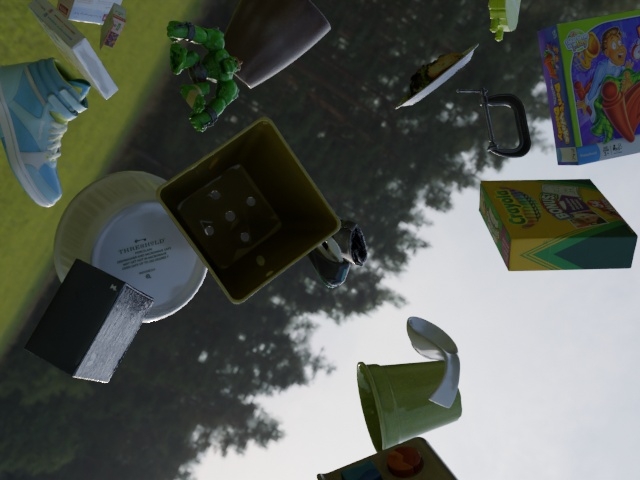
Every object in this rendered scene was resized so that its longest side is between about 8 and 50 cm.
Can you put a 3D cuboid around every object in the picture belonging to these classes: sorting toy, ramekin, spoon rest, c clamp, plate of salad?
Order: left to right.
[{"bbox_3d":[-0.319,0.021,1.462,0.127,0.273,0.273,23,-97,56],"label":"ramekin"},{"bbox_3d":[0.147,0.449,1.405,0.307,0.229,0.041,-134,-147,-59],"label":"sorting toy"},{"bbox_3d":[0.216,-0.322,1.597,0.200,0.048,0.200,-39,-173,5],"label":"plate of salad"},{"bbox_3d":[0.266,0.256,1.884,0.084,0.137,0.276,-57,-161,23],"label":"spoon rest"},{"bbox_3d":[0.354,-0.237,1.672,0.022,0.137,0.160,130,-52,-69],"label":"c clamp"}]

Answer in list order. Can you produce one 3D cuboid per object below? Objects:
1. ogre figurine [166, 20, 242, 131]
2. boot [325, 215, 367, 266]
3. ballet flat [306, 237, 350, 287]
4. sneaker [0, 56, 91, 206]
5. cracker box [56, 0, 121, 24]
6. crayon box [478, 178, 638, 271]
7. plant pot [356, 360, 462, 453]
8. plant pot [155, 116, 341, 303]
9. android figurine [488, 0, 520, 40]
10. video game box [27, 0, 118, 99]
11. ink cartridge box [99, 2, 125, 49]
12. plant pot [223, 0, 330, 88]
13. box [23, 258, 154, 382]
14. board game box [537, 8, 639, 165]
[{"bbox_3d":[-0.213,-0.316,1.540,0.118,0.197,0.097,-34,-169,-39],"label":"ogre figurine"},{"bbox_3d":[0.000,0.000,1.850,0.091,0.229,0.263,-56,159,-19],"label":"boot"},{"bbox_3d":[-0.012,0.000,1.608,0.074,0.203,0.074,-31,153,-18],"label":"ballet flat"},{"bbox_3d":[-0.570,-0.240,1.784,0.208,0.319,0.127,-16,-161,0],"label":"sneaker"},{"bbox_3d":[-0.600,-0.704,2.241,0.156,0.067,0.232,-9,132,-54],"label":"cracker box"},{"bbox_3d":[0.607,-0.050,2.189,0.363,0.313,0.106,-95,-174,-63],"label":"crayon box"},{"bbox_3d":[0.260,0.458,2.394,0.276,0.254,0.276,169,-90,-81],"label":"plant pot"},{"bbox_3d":[-0.129,-0.044,1.347,0.212,0.212,0.187,-37,-172,-14],"label":"plant pot"},{"bbox_3d":[0.480,-0.658,2.156,0.248,0.056,0.273,16,83,-66],"label":"android figurine"},{"bbox_3d":[-0.573,-0.447,1.938,0.048,0.187,0.205,-44,157,-11],"label":"video game box"},{"bbox_3d":[-0.412,-0.420,1.654,0.063,0.029,0.115,-53,-150,26],"label":"ink cartridge box"},{"bbox_3d":[-0.130,-0.477,1.945,0.230,0.215,0.215,-51,-165,1],"label":"plant pot"},{"bbox_3d":[-0.352,0.127,1.286,0.156,0.093,0.158,-62,170,-10],"label":"box"},{"bbox_3d":[0.559,-0.273,1.407,0.078,0.347,0.233,-152,-129,-79],"label":"board game box"}]
